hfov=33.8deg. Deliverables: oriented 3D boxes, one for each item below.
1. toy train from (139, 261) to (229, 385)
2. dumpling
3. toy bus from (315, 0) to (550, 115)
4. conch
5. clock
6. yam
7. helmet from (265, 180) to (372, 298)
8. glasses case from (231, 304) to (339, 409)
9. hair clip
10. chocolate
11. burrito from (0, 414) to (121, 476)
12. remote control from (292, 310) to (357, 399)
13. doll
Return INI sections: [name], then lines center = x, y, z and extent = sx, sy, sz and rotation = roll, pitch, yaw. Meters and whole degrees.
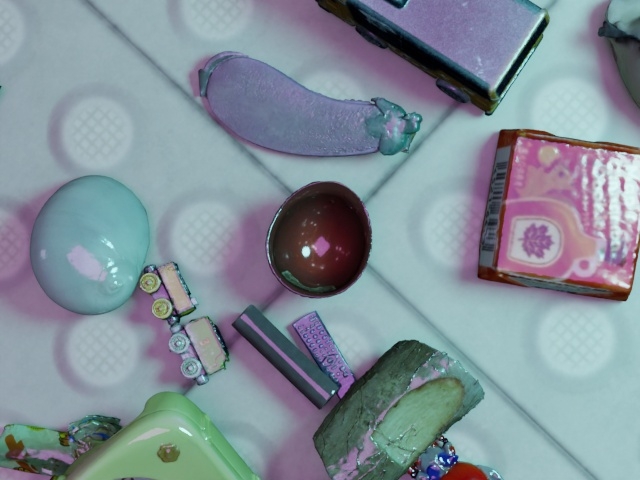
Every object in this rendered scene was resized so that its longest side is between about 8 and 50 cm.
[toy train]
center = -0.208, 0.122, 1.617
extent = 0.081, 0.060, 0.202
rotation = -26, 87, -4
[dumpling]
center = 0.539, -0.265, 1.517
extent = 0.205, 0.163, 0.292
rotation = -34, 74, 14
[toy bus]
center = 0.158, -0.335, 1.530
extent = 0.323, 0.194, 0.161
rotation = 34, 93, 4
[conch]
center = -0.349, 0.002, 1.599
extent = 0.185, 0.121, 0.221
rotation = -13, 80, -15
[clock]
center = -0.270, 0.413, 1.551
extent = 0.348, 0.117, 0.286
rotation = -33, 110, 5
[yam]
center = 0.102, 0.260, 1.542
extent = 0.154, 0.154, 0.254
rotation = 45, 86, 4
[helmet]
center = 0.000, 0.000, 1.579
extent = 0.155, 0.106, 0.175
rotation = 8, 88, 2
[glasses case]
center = -0.055, 0.178, 1.598
extent = 0.190, 0.072, 0.042
rotation = 43, 75, 4
[hair clip]
center = -0.023, -0.193, 1.605
extent = 0.359, 0.110, 0.095
rotation = 12, 50, 8
[chocolate]
center = 0.366, -0.041, 1.555
extent = 0.235, 0.108, 0.237
rotation = 10, 88, 3
[burrito]
center = -0.371, 0.319, 1.630
extent = 0.288, 0.054, 0.104
rotation = 8, 88, 6
[remote control]
center = 0.013, 0.182, 1.617
extent = 0.044, 0.027, 0.152
rotation = -32, 86, 7
[doll]
center = 0.204, 0.367, 1.584
extent = 0.195, 0.062, 0.104
rotation = 43, 63, 10
